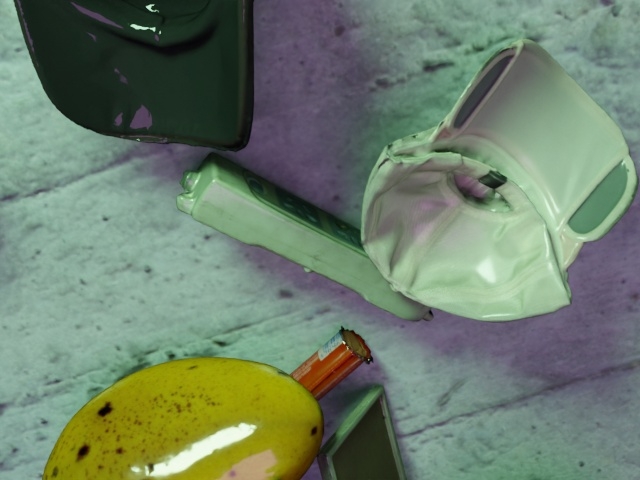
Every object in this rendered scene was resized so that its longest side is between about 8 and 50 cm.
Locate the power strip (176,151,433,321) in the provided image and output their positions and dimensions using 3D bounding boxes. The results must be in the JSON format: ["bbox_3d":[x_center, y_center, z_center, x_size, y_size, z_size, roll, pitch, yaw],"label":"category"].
[{"bbox_3d":[-0.001,0.002,0.898,0.286,0.080,0.048,28,110,-19],"label":"power strip"}]

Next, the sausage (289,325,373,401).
[{"bbox_3d":[-0.012,0.152,0.993,0.145,0.048,0.050,-43,90,16],"label":"sausage"}]

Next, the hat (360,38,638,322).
[{"bbox_3d":[0.152,-0.059,0.865,0.219,0.226,0.164,41,148,-17],"label":"hat"}]

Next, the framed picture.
[{"bbox_3d":[0.055,0.274,0.989,0.015,0.150,0.203,-6,107,29],"label":"framed picture"}]

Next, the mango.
[{"bbox_3d":[-0.130,0.204,0.927,0.290,0.191,0.160,-21,124,12],"label":"mango"}]

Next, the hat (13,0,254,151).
[{"bbox_3d":[-0.120,-0.243,0.736,0.238,0.209,0.336,7,137,13],"label":"hat"}]
